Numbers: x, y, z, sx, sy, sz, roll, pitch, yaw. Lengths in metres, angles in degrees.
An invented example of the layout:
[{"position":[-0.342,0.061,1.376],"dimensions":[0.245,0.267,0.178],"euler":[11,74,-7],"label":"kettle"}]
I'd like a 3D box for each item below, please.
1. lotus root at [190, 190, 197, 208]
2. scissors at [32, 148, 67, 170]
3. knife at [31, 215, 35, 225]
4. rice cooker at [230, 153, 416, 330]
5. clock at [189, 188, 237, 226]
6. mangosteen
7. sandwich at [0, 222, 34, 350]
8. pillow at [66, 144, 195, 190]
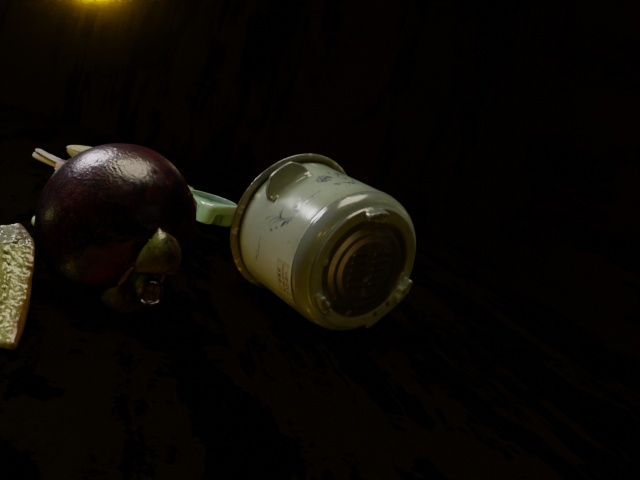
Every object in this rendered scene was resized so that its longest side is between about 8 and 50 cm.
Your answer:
[{"position":[-0.346,-0.066,1.535],"dimensions":[0.108,0.094,0.190],"euler":[-17,-4,37],"label":"lotus root"},{"position":[-0.644,-0.183,1.844],"dimensions":[0.242,0.030,0.118],"euler":[25,8,23],"label":"scissors"},{"position":[-0.381,-0.001,1.202],"dimensions":[0.222,0.031,0.064],"euler":[20,5,13],"label":"knife"},{"position":[0.000,0.000,1.250],"dimensions":[0.316,0.264,0.316],"euler":[45,-17,18],"label":"rice cooker"},{"position":[-0.277,-0.080,1.851],"dimensions":[0.148,0.060,0.188],"euler":[23,9,33],"label":"clock"},{"position":[-0.258,-0.020,0.953],"dimensions":[0.216,0.216,0.216],"euler":[18,8,-3],"label":"mangosteen"},{"position":[-0.376,0.032,0.801],"dimensions":[0.094,0.096,0.258],"euler":[6,11,-33],"label":"sandwich"},{"position":[-0.481,-0.166,1.899],"dimensions":[0.280,0.076,0.274],"euler":[18,-5,20],"label":"pillow"}]
